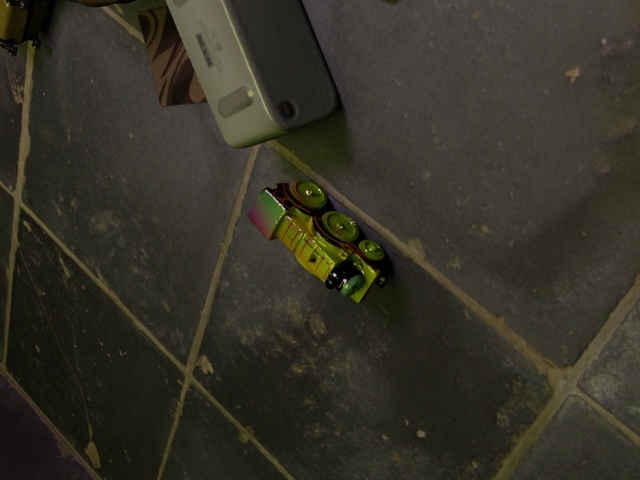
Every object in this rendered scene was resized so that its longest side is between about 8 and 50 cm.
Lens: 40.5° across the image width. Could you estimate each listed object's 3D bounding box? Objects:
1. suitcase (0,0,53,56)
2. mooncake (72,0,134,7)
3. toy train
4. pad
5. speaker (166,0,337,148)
[{"bbox_3d":[-0.762,-0.604,2.131,0.235,0.143,0.194,49,136,13],"label":"suitcase"},{"bbox_3d":[-0.437,-0.615,1.738,0.290,0.161,0.291,3,111,9],"label":"mooncake"},{"bbox_3d":[0.000,0.000,1.694,0.296,0.160,0.100,44,127,19],"label":"toy train"},{"bbox_3d":[-0.272,-0.404,1.863,0.330,0.004,0.220,2,111,43],"label":"pad"},{"bbox_3d":[-0.144,-0.382,1.629,0.184,0.183,0.406,-16,99,51],"label":"speaker"}]
